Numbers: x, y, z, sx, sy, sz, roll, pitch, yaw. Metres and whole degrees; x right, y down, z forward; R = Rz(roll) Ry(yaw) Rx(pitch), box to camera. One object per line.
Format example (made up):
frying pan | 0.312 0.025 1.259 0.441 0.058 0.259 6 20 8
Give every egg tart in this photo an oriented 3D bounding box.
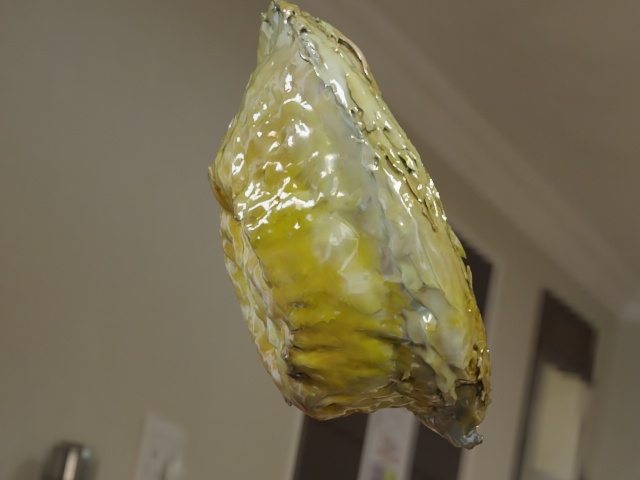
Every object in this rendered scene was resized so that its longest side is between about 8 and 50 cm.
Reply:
egg tart | 0.000 0.000 0.510 0.049 0.129 0.129 -24 -10 -8
